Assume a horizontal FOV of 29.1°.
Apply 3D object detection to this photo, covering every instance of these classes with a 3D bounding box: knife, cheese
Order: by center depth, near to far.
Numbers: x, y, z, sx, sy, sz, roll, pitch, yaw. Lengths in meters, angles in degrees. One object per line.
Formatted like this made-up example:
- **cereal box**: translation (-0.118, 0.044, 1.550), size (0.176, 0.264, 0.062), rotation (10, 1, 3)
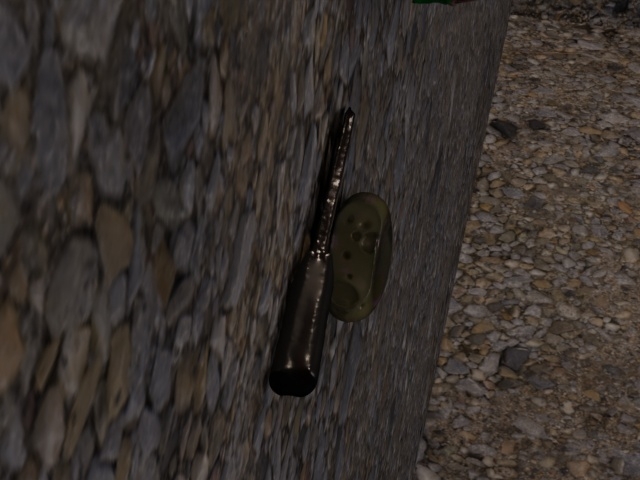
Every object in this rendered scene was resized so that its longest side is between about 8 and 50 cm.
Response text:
- **knife**: translation (0.000, 0.000, 0.793), size (0.060, 0.028, 0.230), rotation (107, -5, -58)
- **cheese**: translation (0.036, 0.017, 0.967), size (0.192, 0.037, 0.097), rotation (25, 76, -81)

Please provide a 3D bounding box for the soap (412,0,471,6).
- **soap**: translation (0.108, -0.279, 0.932), size (0.273, 0.098, 0.218), rotation (-37, 129, -80)
